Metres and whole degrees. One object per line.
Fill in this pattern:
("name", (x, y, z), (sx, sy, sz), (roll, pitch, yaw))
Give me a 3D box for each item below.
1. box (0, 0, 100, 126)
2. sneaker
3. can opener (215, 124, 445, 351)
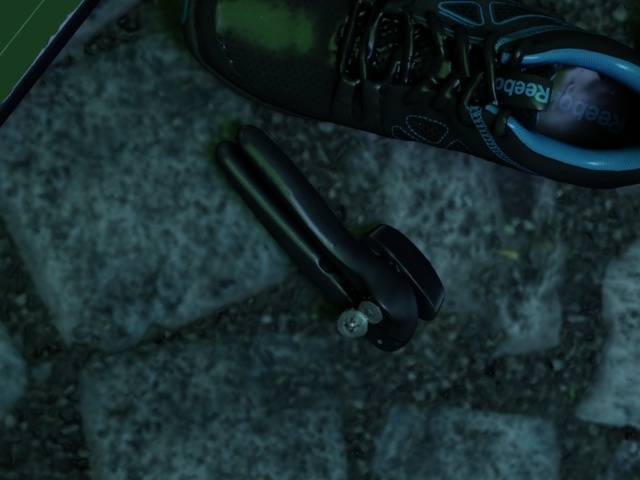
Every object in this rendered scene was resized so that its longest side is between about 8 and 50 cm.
("box", (-0.236, -0.166, 0.836), (0.184, 0.103, 0.261), (39, 89, -7))
("sneaker", (0.083, -0.116, 0.868), (0.341, 0.139, 0.125), (12, 96, -8))
("can opener", (0.000, 0.000, 0.918), (0.186, 0.073, 0.059), (42, 128, -7))
